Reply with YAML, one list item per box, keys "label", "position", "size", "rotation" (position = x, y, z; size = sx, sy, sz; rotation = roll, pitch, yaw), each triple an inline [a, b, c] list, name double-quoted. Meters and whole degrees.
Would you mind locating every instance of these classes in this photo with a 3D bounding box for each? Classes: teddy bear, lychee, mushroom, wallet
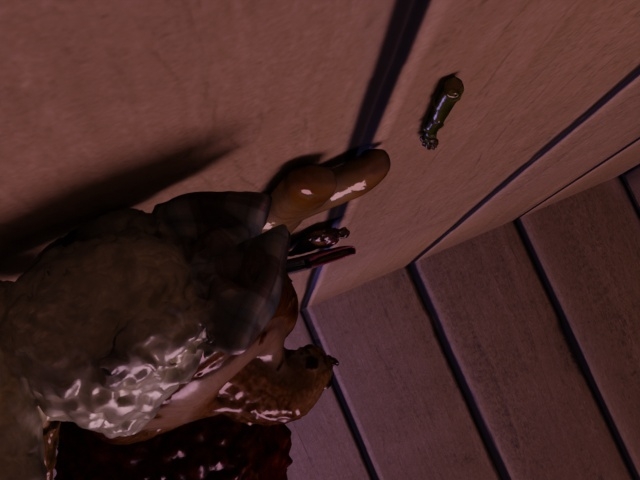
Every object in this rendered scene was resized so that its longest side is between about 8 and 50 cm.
- label: "teddy bear"
  position: [-0.217, 0.149, 0.790]
  size: [0.362, 0.375, 0.327]
  rotation: [-4, -149, -14]
- label: "lychee"
  position: [-0.260, 0.362, 1.629]
  size: [0.425, 0.499, 0.424]
  rotation: [1, 152, 0]
- label: "mushroom"
  position: [-0.139, 0.147, 1.164]
  size: [0.345, 0.259, 0.345]
  rotation: [-39, 169, -9]
- label: "wallet"
  position: [-0.059, 0.045, 1.511]
  size: [0.119, 0.025, 0.232]
  rotation: [-15, 180, -43]

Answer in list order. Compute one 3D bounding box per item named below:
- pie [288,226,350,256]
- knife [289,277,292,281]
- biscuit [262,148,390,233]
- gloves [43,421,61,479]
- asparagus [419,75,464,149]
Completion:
- label: "pie"
  position: [0.000, 0.000, 1.479]
  size: [0.092, 0.034, 0.170]
  rotation: [-18, 176, -14]
- label: "knife"
  position: [-0.090, 0.076, 1.575]
  size: [0.031, 0.018, 0.121]
  rotation: [-20, -178, -41]
- label: "biscuit"
  position: [-0.035, -0.037, 1.020]
  size: [0.164, 0.047, 0.208]
  rotation: [-15, 169, -47]
- label: "gloves"
  position: [-0.452, 0.329, 1.254]
  size: [0.155, 0.203, 0.356]
  rotation: [2, 139, -43]
- label: "asparagus"
  position: [0.122, -0.126, 0.957]
  size: [0.248, 0.025, 0.024]
  rotation: [80, 34, -83]
